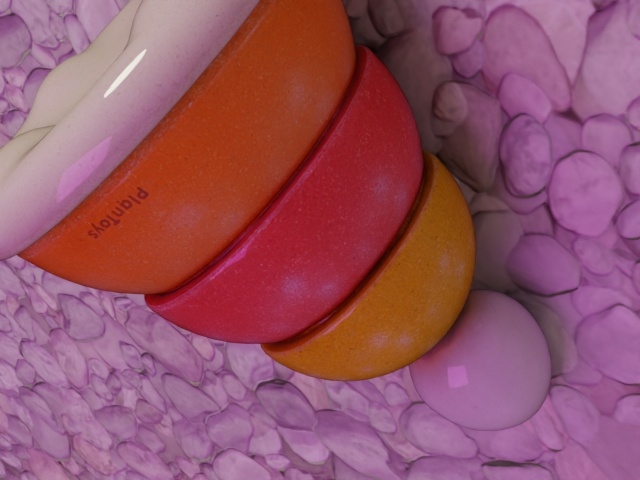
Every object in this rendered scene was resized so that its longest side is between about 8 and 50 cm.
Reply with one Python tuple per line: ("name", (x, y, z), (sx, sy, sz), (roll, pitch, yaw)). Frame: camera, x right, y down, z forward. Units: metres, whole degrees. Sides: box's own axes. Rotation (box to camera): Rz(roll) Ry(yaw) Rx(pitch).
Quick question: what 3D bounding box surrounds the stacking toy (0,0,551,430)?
("stacking toy", (0.000, 0.000, 0.962), (0.480, 0.350, 0.351), (42, 142, -18))
